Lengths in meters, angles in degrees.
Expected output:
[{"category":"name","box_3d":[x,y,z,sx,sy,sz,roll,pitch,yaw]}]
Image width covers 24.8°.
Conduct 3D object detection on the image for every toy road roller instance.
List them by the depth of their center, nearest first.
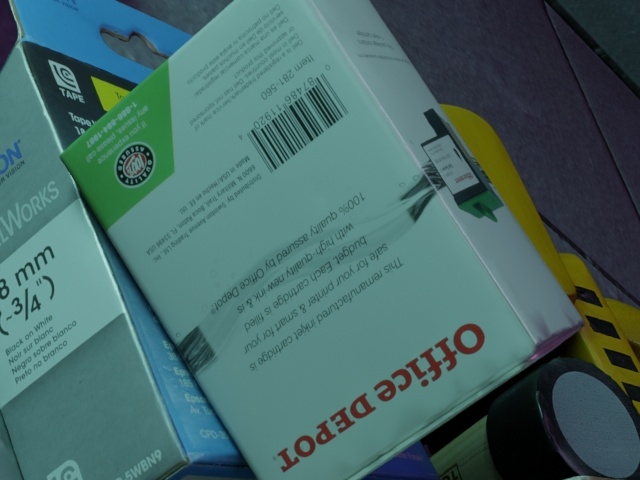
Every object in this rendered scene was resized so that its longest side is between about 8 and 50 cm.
[{"category":"toy road roller","box_3d":[0.123,0.083,0.991,0.240,0.202,0.330,-1,57,-43]}]

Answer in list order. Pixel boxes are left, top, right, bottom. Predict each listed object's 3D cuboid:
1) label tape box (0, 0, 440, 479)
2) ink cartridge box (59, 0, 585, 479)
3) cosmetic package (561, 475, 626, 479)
[{"category":"label tape box","box_3d":[-0.093,0.017,0.857,0.240,0.106,0.334,18,40,-54]},{"category":"ink cartridge box","box_3d":[0.000,0.000,0.715,0.219,0.160,0.092,58,24,10]},{"category":"cosmetic package","box_3d":[0.103,0.259,0.596,0.129,0.153,0.296,19,53,-58]}]
